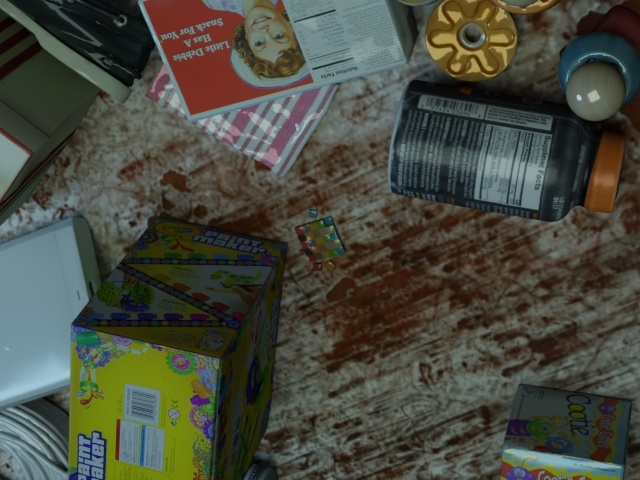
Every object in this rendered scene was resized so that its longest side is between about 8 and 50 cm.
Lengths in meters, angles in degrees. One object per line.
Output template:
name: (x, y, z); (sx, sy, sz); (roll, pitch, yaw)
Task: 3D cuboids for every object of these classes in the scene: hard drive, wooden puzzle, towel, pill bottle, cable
hard drive: (-0.412, 0.112, 1.832); (0.307, 0.040, 0.203); (-19, 78, 23)
wooden puzzle: (0.000, 0.000, 1.726); (0.049, 0.006, 0.083); (-16, 111, 23)
towel: (-0.093, -0.173, 1.651); (0.197, 0.029, 0.144); (31, 121, -1)
pill bottle: (0.205, -0.093, 1.548); (0.246, 0.130, 0.130); (11, 119, 10)
cable: (-0.444, 0.312, 1.971); (0.257, 0.089, 0.257); (-32, 103, 28)

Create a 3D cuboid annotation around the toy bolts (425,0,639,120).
toy bolts: (0.221, -0.202, 1.469); (0.228, 0.158, 0.218); (40, 120, -6)

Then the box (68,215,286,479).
box: (-0.168, 0.171, 1.706); (0.177, 0.279, 0.290); (12, 119, 10)

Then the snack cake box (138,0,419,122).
snack cake box: (-0.044, -0.240, 1.536); (0.264, 0.089, 0.152); (-12, 117, 20)

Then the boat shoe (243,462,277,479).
boat shoe: (-0.120, 0.439, 1.929); (0.105, 0.113, 0.306); (8, 116, 19)

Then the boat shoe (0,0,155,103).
boat shoe: (-0.326, -0.301, 1.609); (0.340, 0.127, 0.113); (39, 91, 3)

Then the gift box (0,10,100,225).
gift box: (-0.432, -0.109, 1.650); (0.255, 0.258, 0.276); (33, 120, -2)

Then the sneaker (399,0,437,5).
sneaker: (0.086, -0.384, 1.444); (0.112, 0.131, 0.296); (0, 91, 13)

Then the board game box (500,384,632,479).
board game box: (0.290, 0.336, 1.738); (0.142, 0.144, 0.275); (8, 118, 13)
